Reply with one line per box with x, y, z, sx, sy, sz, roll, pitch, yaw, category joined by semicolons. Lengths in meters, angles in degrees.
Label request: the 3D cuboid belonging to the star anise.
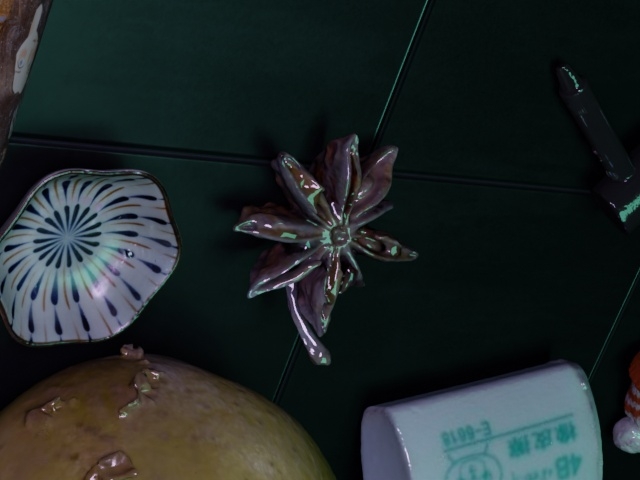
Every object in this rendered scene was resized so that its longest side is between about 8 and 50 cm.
0.000;0.001;1.586;0.209;0.089;0.231;23;98;-33;star anise

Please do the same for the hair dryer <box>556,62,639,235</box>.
0.325;-0.124;1.788;0.114;0.070;0.248;-42;128;-5;hair dryer

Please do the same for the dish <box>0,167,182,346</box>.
-0.220;0.002;1.430;0.190;0.066;0.191;-18;128;-25;dish

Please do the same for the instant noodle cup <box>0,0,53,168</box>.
-0.298;-0.152;1.167;0.217;0.217;0.207;16;101;-44;instant noodle cup

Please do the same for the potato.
-0.165;0.278;1.524;0.385;0.319;0.442;-17;154;25;potato

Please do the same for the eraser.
0.192;0.256;1.879;0.290;0.104;0.189;-10;97;-34;eraser

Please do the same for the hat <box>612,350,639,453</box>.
0.430;0.211;2.082;0.093;0.112;0.162;5;131;-10;hat
